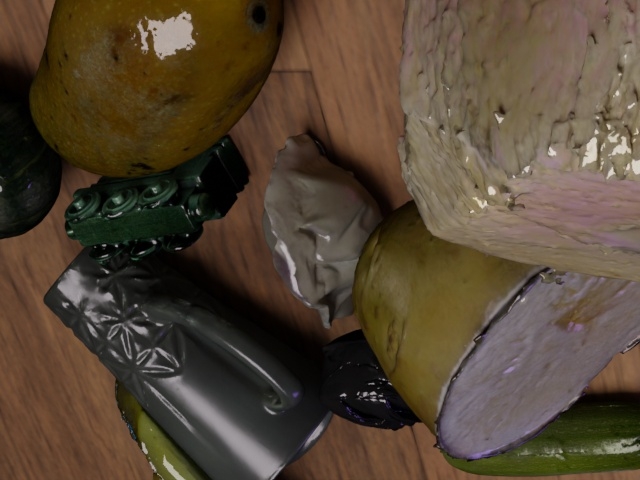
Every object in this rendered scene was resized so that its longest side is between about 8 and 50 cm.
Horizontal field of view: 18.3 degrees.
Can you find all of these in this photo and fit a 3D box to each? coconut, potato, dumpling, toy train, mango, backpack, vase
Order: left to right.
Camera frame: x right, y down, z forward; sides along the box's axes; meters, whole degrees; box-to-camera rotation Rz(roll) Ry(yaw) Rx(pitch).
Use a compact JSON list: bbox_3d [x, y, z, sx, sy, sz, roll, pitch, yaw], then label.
[{"bbox_3d":[-0.152,-0.148,1.694,0.329,0.175,0.176,-49,54,45],"label":"mango"},{"bbox_3d":[-0.156,-0.036,1.830,0.170,0.111,0.071,-8,123,36],"label":"toy train"},{"bbox_3d":[-0.150,0.202,1.991,0.054,0.119,0.198,-42,75,15],"label":"potato"},{"bbox_3d":[-0.120,0.113,1.917,0.301,0.156,0.251,40,156,-2],"label":"vase"},{"bbox_3d":[0.000,0.000,1.768,0.108,0.127,0.188,-8,122,16],"label":"dumpling"},{"bbox_3d":[0.071,0.118,1.822,0.120,0.106,0.165,-7,167,28],"label":"backpack"},{"bbox_3d":[0.158,0.016,1.658,0.300,0.246,0.196,-46,61,19],"label":"potato"},{"bbox_3d":[0.248,-0.163,1.355,0.404,0.404,0.404,14,133,15],"label":"coconut"}]

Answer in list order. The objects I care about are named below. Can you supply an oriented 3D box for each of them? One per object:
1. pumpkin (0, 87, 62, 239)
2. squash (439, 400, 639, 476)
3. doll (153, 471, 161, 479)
[{"bbox_3d":[-0.320,-0.076,1.857,0.167,0.125,0.167,36,168,9],"label":"pumpkin"},{"bbox_3d":[0.218,0.187,1.863,0.239,0.069,0.069,-6,125,29],"label":"squash"},{"bbox_3d":[-0.084,0.299,2.064,0.209,0.097,0.137,26,173,-21],"label":"doll"}]
